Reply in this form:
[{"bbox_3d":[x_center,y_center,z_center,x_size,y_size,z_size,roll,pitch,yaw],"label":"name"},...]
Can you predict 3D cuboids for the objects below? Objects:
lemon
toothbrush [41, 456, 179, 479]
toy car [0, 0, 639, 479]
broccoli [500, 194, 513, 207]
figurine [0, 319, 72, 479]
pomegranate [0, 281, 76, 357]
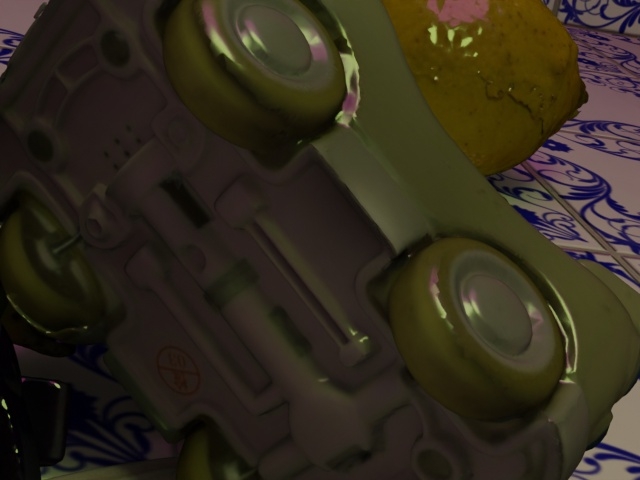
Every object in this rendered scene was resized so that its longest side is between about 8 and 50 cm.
[{"bbox_3d":[0.166,-0.195,1.368,0.310,0.254,0.253,13,21,-8],"label":"lemon"},{"bbox_3d":[-0.182,0.147,0.610,0.307,0.030,0.025,-3,1,-40],"label":"toothbrush"},{"bbox_3d":[0.000,0.000,0.626,0.336,0.242,0.226,51,39,6],"label":"toy car"},{"bbox_3d":[0.096,0.034,0.865,0.156,0.195,0.195,-20,3,31],"label":"broccoli"},{"bbox_3d":[-0.260,0.069,0.509,0.308,0.143,0.308,-3,5,0],"label":"figurine"},{"bbox_3d":[-0.260,0.001,0.721,0.198,0.198,0.246,25,15,30],"label":"pomegranate"}]
